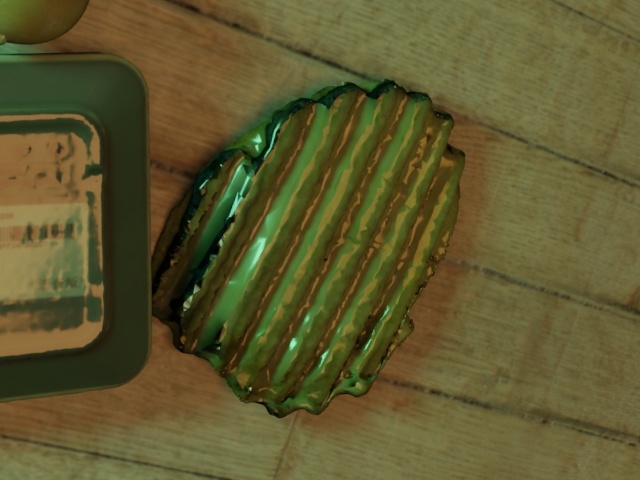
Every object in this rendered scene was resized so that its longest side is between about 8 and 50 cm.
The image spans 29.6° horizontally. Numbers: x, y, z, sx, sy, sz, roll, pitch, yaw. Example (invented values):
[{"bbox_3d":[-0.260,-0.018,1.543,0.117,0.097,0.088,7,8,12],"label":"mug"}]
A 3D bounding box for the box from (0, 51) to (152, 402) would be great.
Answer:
[{"bbox_3d":[-0.359,-0.011,1.252,0.367,0.090,0.373,-6,106,-24],"label":"box"}]

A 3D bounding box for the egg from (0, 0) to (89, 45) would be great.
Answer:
[{"bbox_3d":[-0.311,-0.281,1.167,0.164,0.164,0.201,-42,115,-10],"label":"egg"}]

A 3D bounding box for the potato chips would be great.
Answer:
[{"bbox_3d":[0.000,0.000,1.436,0.358,0.070,0.429,26,92,-31],"label":"potato chips"}]
